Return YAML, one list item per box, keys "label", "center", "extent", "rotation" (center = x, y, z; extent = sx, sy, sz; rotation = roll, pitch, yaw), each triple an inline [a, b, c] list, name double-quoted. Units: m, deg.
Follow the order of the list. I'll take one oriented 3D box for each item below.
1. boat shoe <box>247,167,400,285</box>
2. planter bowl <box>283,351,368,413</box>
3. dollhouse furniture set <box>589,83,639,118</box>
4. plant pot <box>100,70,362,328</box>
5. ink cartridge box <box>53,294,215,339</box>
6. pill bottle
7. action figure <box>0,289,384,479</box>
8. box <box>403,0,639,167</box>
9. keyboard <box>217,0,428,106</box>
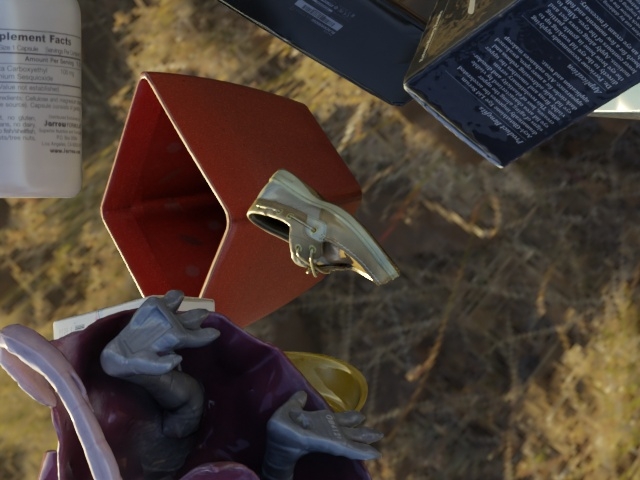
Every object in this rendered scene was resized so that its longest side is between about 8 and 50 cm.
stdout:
- label: "boat shoe"
  center: [0.000, 0.000, 0.916]
  extent: [0.135, 0.045, 0.050]
  rotation: [36, 168, 49]
- label: "planter bowl"
  center: [-0.060, 0.180, 1.189]
  extent: [0.217, 0.217, 0.090]
  rotation: [6, 114, 40]
- label: "dollhouse furniture set"
  center: [0.385, -0.209, 1.305]
  extent: [0.303, 0.286, 0.198]
  rotation: [-163, 75, -71]
- label: "plant pot"
  center: [-0.106, -0.050, 1.819]
  extent: [0.267, 0.236, 0.267]
  rotation: [58, 142, 31]
- label: "ink cartridge box"
  center: [-0.210, 0.152, 1.581]
  extent: [0.212, 0.093, 0.154]
  rotation: [-16, 74, 50]
- label: "pill bottle"
  center: [-0.255, -0.148, 1.105]
  extent: [0.131, 0.131, 0.229]
  rotation: [1, 92, 42]
- label: "action figure"
  center: [-0.129, 0.225, 0.942]
  extent: [0.248, 0.276, 0.370]
  rotation: [52, 122, 21]
- label: "box"
  center: [0.179, -0.174, 1.025]
  extent: [0.108, 0.153, 0.207]
  rotation: [38, 139, -17]
- label: "keyboard"
  center: [0.024, -0.254, 1.394]
  extent: [0.317, 0.033, 0.201]
  rotation: [28, 140, -28]
